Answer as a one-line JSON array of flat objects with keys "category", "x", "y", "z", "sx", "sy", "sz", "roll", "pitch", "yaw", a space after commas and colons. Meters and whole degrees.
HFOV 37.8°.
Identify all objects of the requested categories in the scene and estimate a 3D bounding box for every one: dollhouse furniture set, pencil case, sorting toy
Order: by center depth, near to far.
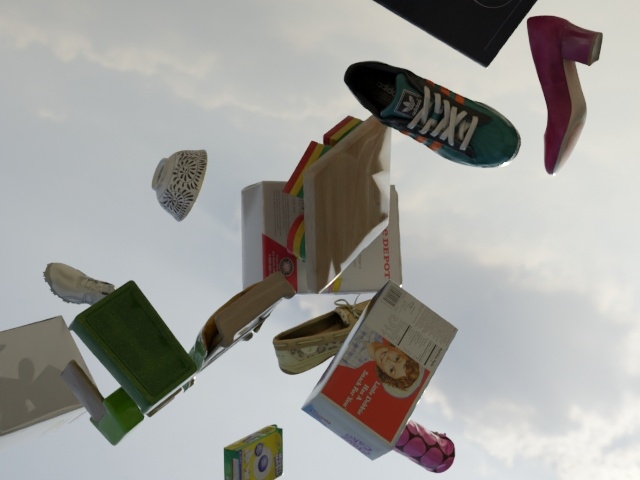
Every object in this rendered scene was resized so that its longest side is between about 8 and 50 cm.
[{"category": "dollhouse furniture set", "x": -0.206, "y": 0.123, "z": 1.331, "sx": 0.151, "sy": 0.197, "sz": 0.301, "roll": 50, "pitch": -128, "yaw": 5}, {"category": "sorting toy", "x": 0.025, "y": -0.081, "z": 1.690, "sx": 0.089, "sy": 0.257, "sz": 0.255, "roll": 21, "pitch": -138, "yaw": 26}, {"category": "pencil case", "x": 0.197, "y": 0.424, "z": 2.032, "sx": 0.209, "sy": 0.095, "sz": 0.098, "roll": 37, "pitch": -125, "yaw": -29}]

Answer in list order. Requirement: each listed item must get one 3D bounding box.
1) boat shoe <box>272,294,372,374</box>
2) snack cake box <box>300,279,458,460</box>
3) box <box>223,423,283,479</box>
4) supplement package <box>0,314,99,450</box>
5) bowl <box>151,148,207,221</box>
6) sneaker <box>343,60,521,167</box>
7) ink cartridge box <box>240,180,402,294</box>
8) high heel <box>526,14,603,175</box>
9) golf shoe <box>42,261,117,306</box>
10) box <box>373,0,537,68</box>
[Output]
[{"category": "boat shoe", "x": 0.029, "y": 0.195, "z": 2.063, "sx": 0.285, "sy": 0.089, "sz": 0.104, "roll": -28, "pitch": -151, "yaw": -20}, {"category": "snack cake box", "x": 0.104, "y": 0.216, "z": 1.582, "sx": 0.152, "sy": 0.089, "sz": 0.264, "roll": 37, "pitch": -123, "yaw": -1}, {"category": "box", "x": -0.126, "y": 0.442, "z": 1.883, "sx": 0.043, "sy": 0.105, "sz": 0.179, "roll": 4, "pitch": -171, "yaw": 29}, {"category": "supplement package", "x": -0.608, "y": 0.292, "z": 1.859, "sx": 0.261, "sy": 0.145, "sz": 0.204, "roll": -14, "pitch": -110, "yaw": -52}, {"category": "bowl", "x": -0.316, "y": -0.132, "z": 2.030, "sx": 0.080, "sy": 0.170, "sz": 0.170, "roll": 19, "pitch": -159, "yaw": -24}, {"category": "sneaker", "x": 0.164, "y": -0.197, "z": 1.467, "sx": 0.302, "sy": 0.108, "sz": 0.121, "roll": 28, "pitch": -166, "yaw": 22}, {"category": "ink cartridge box", "x": 0.000, "y": 0.000, "z": 1.900, "sx": 0.306, "sy": 0.226, "sz": 0.131, "roll": 1, "pitch": 174, "yaw": -27}, {"category": "high heel", "x": 0.355, "y": -0.226, "z": 1.462, "sx": 0.117, "sy": 0.244, "sz": 0.082, "roll": 24, "pitch": -142, "yaw": 28}, {"category": "golf shoe", "x": -0.399, "y": 0.084, "z": 1.644, "sx": 0.176, "sy": 0.086, "sz": 0.069, "roll": 38, "pitch": -139, "yaw": -33}, {"category": "box", "x": 0.207, "y": -0.526, "z": 1.602, "sx": 0.395, "sy": 0.293, "sz": 0.212, "roll": 19, "pitch": -154, "yaw": -42}]
